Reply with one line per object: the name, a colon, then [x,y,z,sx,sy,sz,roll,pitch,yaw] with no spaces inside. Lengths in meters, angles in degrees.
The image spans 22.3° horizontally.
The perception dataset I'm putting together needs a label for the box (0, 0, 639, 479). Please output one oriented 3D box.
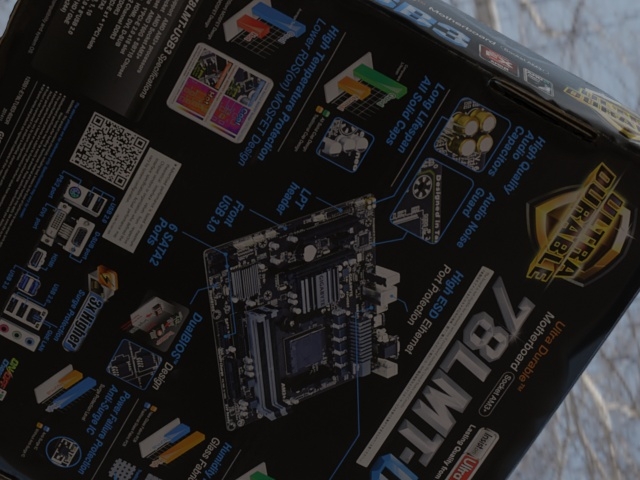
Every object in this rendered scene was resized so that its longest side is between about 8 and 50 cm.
box: [-0.029,0.015,0.739,0.293,0.296,0.073,27,-156,-8]
